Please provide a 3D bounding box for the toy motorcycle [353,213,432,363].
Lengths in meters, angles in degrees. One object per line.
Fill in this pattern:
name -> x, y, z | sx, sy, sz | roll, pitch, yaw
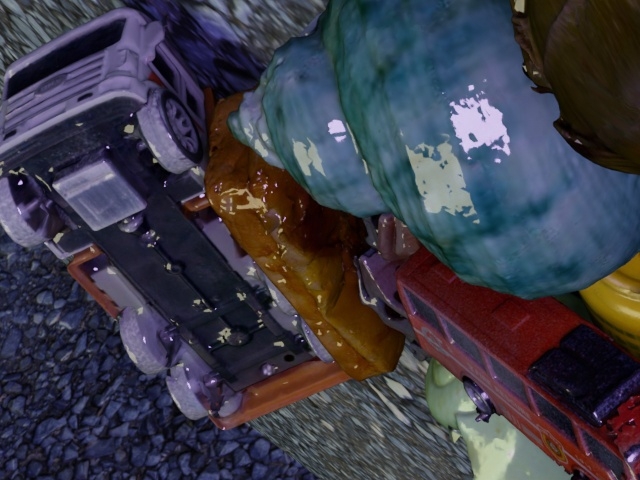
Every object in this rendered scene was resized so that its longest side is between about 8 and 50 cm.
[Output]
toy motorcycle -> 0.086, 0.030, 1.204 | 0.118, 0.084, 0.212 | 31, 152, 47

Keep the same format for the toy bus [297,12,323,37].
toy bus -> 0.062, -0.064, 0.994 | 0.190, 0.064, 0.075 | 38, 179, 18

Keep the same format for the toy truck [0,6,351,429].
toy truck -> -0.119, -0.023, 1.368 | 0.387, 0.173, 0.207 | 52, -159, -40

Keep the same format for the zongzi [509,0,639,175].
zongzi -> 0.100, -0.153, 0.457 | 0.300, 0.145, 0.274 | 61, 170, -10

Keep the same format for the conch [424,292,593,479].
conch -> 0.177, 0.139, 1.117 | 0.137, 0.143, 0.250 | -31, 105, 36

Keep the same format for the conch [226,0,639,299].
conch -> 0.056, -0.058, 0.809 | 0.202, 0.134, 0.196 | 15, 118, 36

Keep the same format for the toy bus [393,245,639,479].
toy bus -> 0.133, 0.080, 0.897 | 0.235, 0.073, 0.096 | 39, 163, 49

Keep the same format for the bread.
bread -> -0.002, 0.000, 1.256 | 0.077, 0.139, 0.271 | -14, 137, 20

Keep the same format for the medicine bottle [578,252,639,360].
medicine bottle -> 0.223, 0.082, 0.961 | 0.111, 0.076, 0.309 | 43, 173, 39
